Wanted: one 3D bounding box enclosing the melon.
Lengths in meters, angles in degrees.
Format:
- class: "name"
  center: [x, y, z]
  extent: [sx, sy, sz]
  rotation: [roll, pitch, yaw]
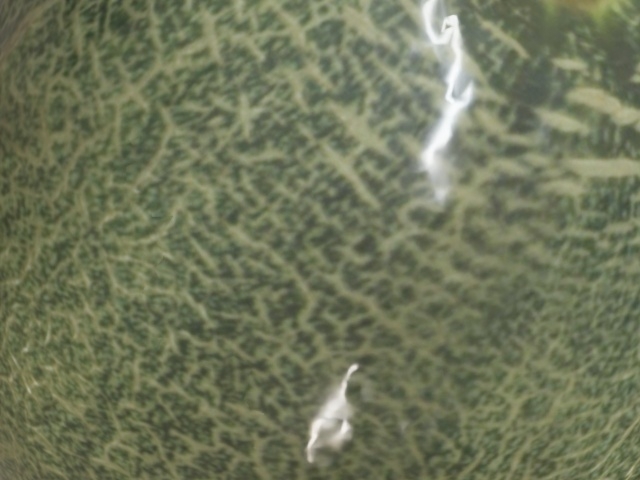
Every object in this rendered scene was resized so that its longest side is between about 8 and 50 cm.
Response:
- class: "melon"
  center: [0.000, 0.000, 0.555]
  extent: [0.329, 0.248, 0.249]
  rotation: [125, -23, -56]
